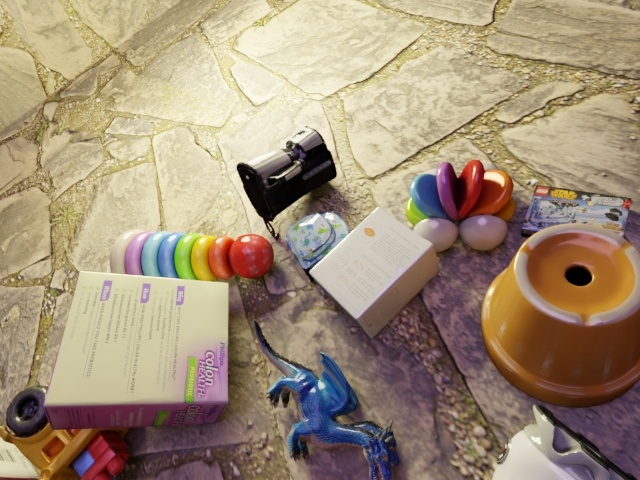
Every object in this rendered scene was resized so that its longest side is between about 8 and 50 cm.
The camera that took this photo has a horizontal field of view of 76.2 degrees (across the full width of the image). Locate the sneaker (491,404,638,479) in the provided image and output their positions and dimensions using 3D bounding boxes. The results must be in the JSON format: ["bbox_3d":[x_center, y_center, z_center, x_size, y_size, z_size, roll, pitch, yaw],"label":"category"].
[{"bbox_3d":[0.324,0.335,0.397,0.330,0.122,0.146,38,96,36],"label":"sneaker"}]

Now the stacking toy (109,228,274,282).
[{"bbox_3d":[-0.252,0.040,0.843,0.330,0.141,0.141,-2,57,14],"label":"stacking toy"}]

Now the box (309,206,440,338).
[{"bbox_3d":[0.093,0.052,0.692,0.170,0.091,0.130,-42,51,-7],"label":"box"}]

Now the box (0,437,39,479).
[{"bbox_3d":[-0.645,0.467,0.693,0.126,0.149,0.232,23,70,33],"label":"box"}]

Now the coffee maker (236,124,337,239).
[{"bbox_3d":[-0.065,-0.128,0.864,0.178,0.171,0.120,-34,55,-23],"label":"coffee maker"}]

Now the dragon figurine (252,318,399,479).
[{"bbox_3d":[0.003,0.227,0.613,0.144,0.085,0.289,-30,55,0],"label":"dragon figurine"}]

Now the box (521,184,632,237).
[{"bbox_3d":[0.407,-0.036,0.656,0.136,0.027,0.094,16,67,31],"label":"box"}]

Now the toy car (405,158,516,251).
[{"bbox_3d":[0.230,-0.074,0.689,0.181,0.136,0.159,-3,57,22],"label":"toy car"}]

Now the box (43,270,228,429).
[{"bbox_3d":[-0.282,0.179,0.672,0.242,0.117,0.214,7,50,-21],"label":"box"}]

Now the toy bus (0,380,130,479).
[{"bbox_3d":[-0.387,0.304,0.708,0.211,0.149,0.220,33,71,23],"label":"toy bus"}]

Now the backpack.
[{"bbox_3d":[0.000,0.000,0.774,0.114,0.084,0.105,-31,53,-3],"label":"backpack"}]

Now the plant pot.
[{"bbox_3d":[0.309,0.082,0.514,0.205,0.188,0.205,-12,54,16],"label":"plant pot"}]
